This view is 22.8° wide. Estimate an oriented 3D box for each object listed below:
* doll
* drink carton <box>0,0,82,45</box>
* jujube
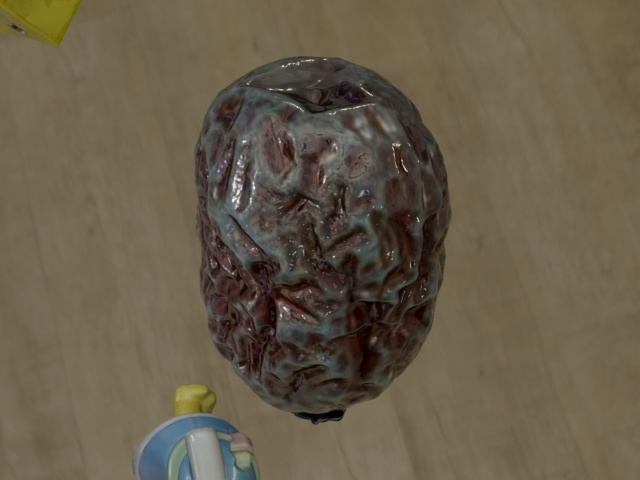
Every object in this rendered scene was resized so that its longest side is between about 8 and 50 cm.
[{"bbox_3d":[-0.078,0.219,1.245,0.099,0.135,0.241,12,29,-38],"label":"doll"},{"bbox_3d":[-0.201,-0.341,1.206,0.111,0.154,0.351,21,82,41],"label":"drink carton"},{"bbox_3d":[0.000,0.000,1.325,0.226,0.317,0.226,1,39,-1],"label":"jujube"}]
